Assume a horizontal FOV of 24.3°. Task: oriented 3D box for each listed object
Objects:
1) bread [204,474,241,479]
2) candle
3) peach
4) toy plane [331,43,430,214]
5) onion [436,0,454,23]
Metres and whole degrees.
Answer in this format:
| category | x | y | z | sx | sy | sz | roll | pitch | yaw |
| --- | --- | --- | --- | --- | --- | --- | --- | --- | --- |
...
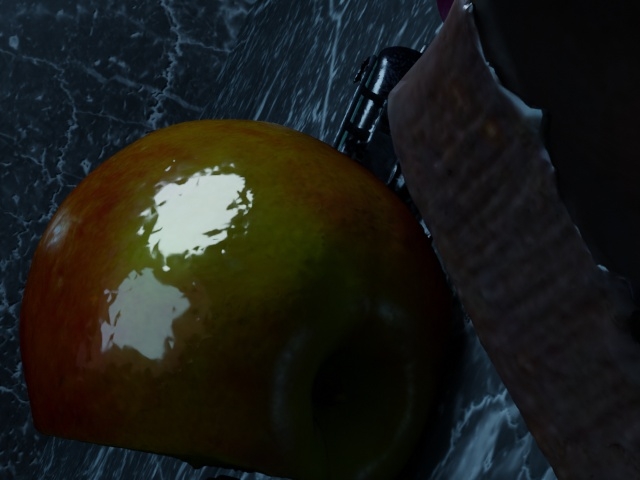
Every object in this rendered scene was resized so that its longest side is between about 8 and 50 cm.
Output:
| category | x | y | z | sx | sy | sz | roll | pitch | yaw |
| --- | --- | --- | --- | --- | --- | --- | --- | --- | --- |
| bread | -0.076 | 0.291 | 1.147 | 0.232 | 0.135 | 0.247 | -49 | 15 | 9 |
| candle | 0.158 | 0.001 | 0.514 | 0.131 | 0.287 | 0.317 | 131 | 156 | -59 |
| peach | -0.093 | 0.039 | 1.203 | 0.380 | 0.242 | 0.306 | 5 | 72 | 53 |
| toy plane | 0.032 | -0.039 | 1.401 | 0.155 | 0.106 | 0.382 | 151 | 142 | -77 |
| onion | 0.164 | -0.179 | 1.000 | 0.207 | 0.200 | 0.200 | -63 | 13 | -17 |
